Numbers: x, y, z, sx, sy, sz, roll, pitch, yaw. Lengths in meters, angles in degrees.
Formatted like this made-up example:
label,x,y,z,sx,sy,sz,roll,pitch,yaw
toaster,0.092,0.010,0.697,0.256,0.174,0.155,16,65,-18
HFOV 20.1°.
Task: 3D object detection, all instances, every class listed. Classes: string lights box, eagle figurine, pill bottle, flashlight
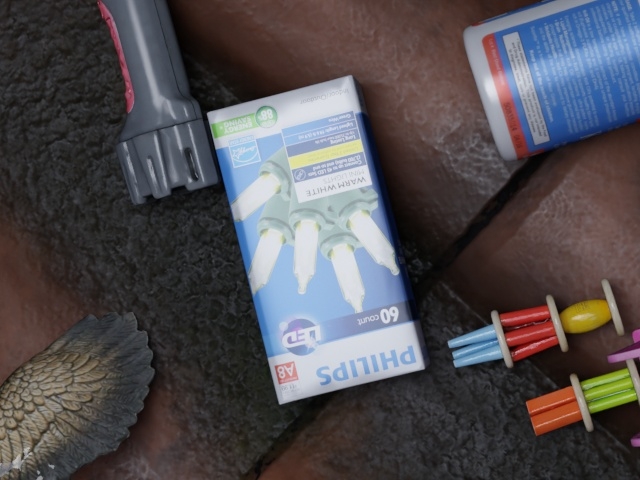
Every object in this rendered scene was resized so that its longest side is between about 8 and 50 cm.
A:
label,x,y,z,sx,sy,sz,roll,pitch,yaw
string lights box,0.000,0.000,1.569,0.133,0.077,0.259,-15,87,6
eagle figurine,-0.317,0.156,1.559,0.225,0.226,0.298,42,100,27
pill bottle,0.241,-0.155,1.515,0.222,0.124,0.124,-17,87,8
flashlight,-0.172,-0.184,1.593,0.103,0.103,0.304,-14,91,3

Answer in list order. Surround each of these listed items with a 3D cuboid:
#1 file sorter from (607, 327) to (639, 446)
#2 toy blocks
label,x,y,z,sx,sy,sz,roll,pitch,yaw
file sorter,0.362,0.193,1.413,0.202,0.182,0.290,-17,87,23
toy blocks,0.194,0.111,1.551,0.148,0.054,0.123,-17,86,7
